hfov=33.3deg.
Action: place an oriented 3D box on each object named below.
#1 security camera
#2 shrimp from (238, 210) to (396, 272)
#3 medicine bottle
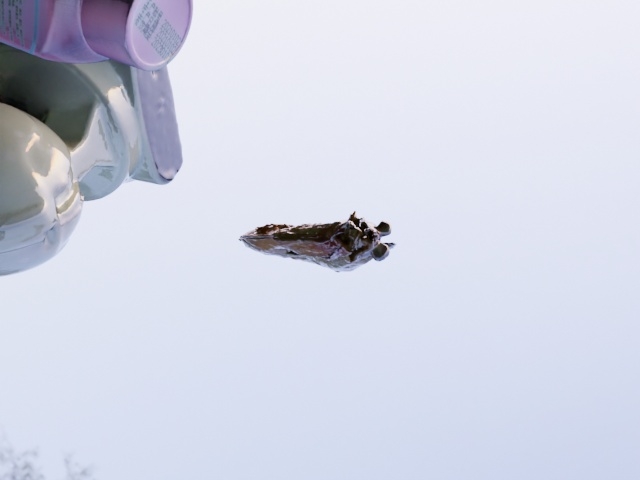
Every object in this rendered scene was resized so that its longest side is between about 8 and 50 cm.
[{"bbox_3d":[-0.268,-0.077,0.947,0.191,0.197,0.277,11,-138,18],"label":"security camera"},{"bbox_3d":[0.000,0.001,1.225,0.154,0.062,0.294,6,173,-21],"label":"shrimp"},{"bbox_3d":[-0.197,-0.199,0.851,0.188,0.094,0.119,24,-151,25],"label":"medicine bottle"}]
